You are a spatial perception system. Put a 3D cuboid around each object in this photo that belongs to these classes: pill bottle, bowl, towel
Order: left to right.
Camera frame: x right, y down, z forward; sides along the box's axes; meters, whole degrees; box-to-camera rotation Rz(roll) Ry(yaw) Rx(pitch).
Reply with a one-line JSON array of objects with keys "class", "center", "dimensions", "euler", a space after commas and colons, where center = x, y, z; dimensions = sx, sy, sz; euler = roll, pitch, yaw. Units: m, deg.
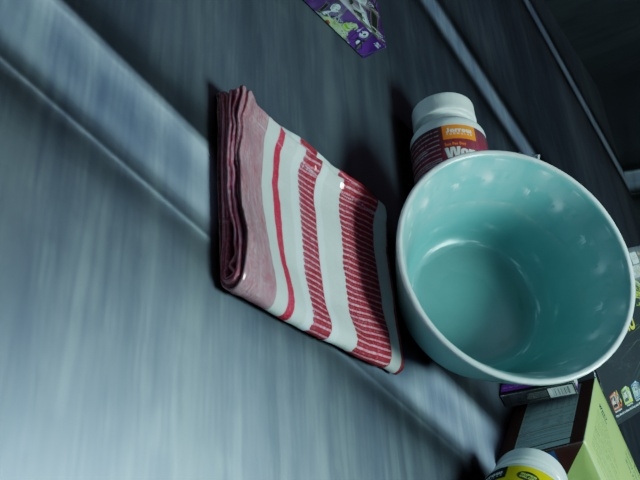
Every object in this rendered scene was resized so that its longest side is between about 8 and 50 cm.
[{"class": "towel", "center": [0.000, 0.000, 0.945], "dimensions": [0.329, 0.037, 0.237], "euler": [34, 43, -49]}, {"class": "pill bottle", "center": [0.202, -0.113, 1.306], "dimensions": [0.121, 0.121, 0.221], "euler": [36, 41, -47]}, {"class": "bowl", "center": [0.221, 0.057, 1.092], "dimensions": [0.311, 0.163, 0.311], "euler": [7, 62, -13]}, {"class": "pill bottle", "center": [0.245, 0.352, 1.049], "dimensions": [0.119, 0.119, 0.208], "euler": [65, 26, -7]}]

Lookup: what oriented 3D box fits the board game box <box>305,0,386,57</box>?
[{"class": "board game box", "center": [-0.021, -0.433, 1.216], "dimensions": [0.347, 0.056, 0.208], "euler": [30, 41, -51]}]

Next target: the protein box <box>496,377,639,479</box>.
[{"class": "protein box", "center": [0.383, 0.353, 1.284], "dimensions": [0.200, 0.136, 0.201], "euler": [64, 27, -7]}]

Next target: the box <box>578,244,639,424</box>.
[{"class": "box", "center": [0.599, 0.189, 1.744], "dimensions": [0.395, 0.097, 0.318], "euler": [-8, 76, -45]}]

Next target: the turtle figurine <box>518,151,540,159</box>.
[{"class": "turtle figurine", "center": [0.472, -0.069, 1.758], "dimensions": [0.175, 0.118, 0.234], "euler": [33, 20, -50]}]

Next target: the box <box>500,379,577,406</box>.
[{"class": "box", "center": [0.355, 0.198, 1.368], "dimensions": [0.029, 0.116, 0.162], "euler": [62, 27, -22]}]
